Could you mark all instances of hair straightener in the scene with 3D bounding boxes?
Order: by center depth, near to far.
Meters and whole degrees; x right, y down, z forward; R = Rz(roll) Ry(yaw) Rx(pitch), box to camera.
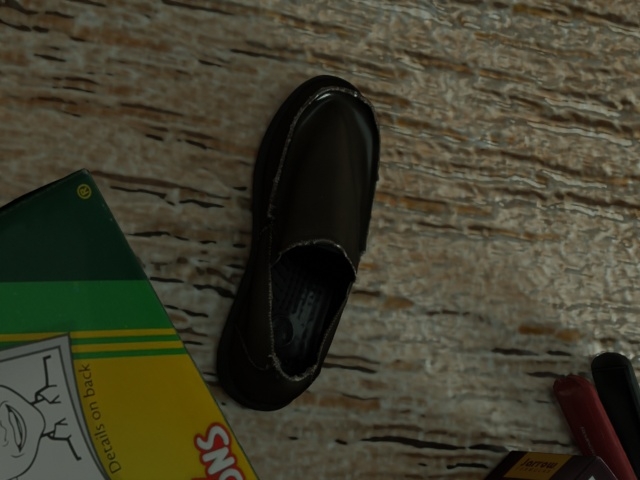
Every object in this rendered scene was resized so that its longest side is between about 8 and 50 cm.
[{"bbox_3d":[0.249,0.182,0.995,0.089,0.047,0.230,-27,90,-31],"label":"hair straightener"}]

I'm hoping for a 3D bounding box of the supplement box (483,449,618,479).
[{"bbox_3d":[0.111,0.224,0.897,0.188,0.104,0.081,-40,102,-24],"label":"supplement box"}]

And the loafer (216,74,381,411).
[{"bbox_3d":[0.000,0.000,0.880,0.080,0.078,0.220,16,78,-24],"label":"loafer"}]

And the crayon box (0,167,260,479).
[{"bbox_3d":[-0.165,0.199,0.666,0.313,0.106,0.363,-34,100,-33],"label":"crayon box"}]
